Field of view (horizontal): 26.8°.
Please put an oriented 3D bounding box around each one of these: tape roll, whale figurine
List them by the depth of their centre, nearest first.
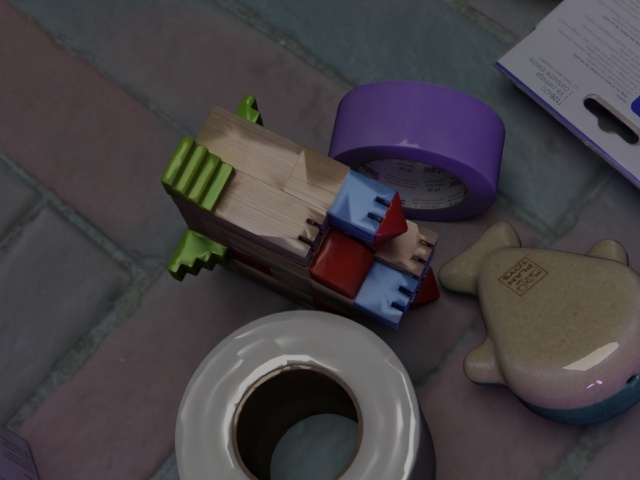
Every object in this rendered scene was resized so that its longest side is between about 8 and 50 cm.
[{"bbox_3d":[-0.010,0.212,1.367,0.246,0.169,0.246,-4,67,10],"label":"tape roll"},{"bbox_3d":[0.242,0.086,1.414,0.216,0.141,0.272,-41,41,-8],"label":"whale figurine"},{"bbox_3d":[0.104,-0.095,1.468,0.189,0.189,0.080,7,69,13],"label":"tape roll"}]

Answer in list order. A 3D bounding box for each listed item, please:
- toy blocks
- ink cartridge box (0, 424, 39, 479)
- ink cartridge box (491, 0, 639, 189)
[{"bbox_3d":[0.000,0.000,1.371,0.260,0.381,0.191,25,79,8],"label":"toy blocks"},{"bbox_3d":[-0.347,0.322,1.368,0.114,0.197,0.273,-25,64,1],"label":"ink cartridge box"},{"bbox_3d":[0.409,-0.197,1.524,0.307,0.072,0.303,-43,67,-6],"label":"ink cartridge box"}]
